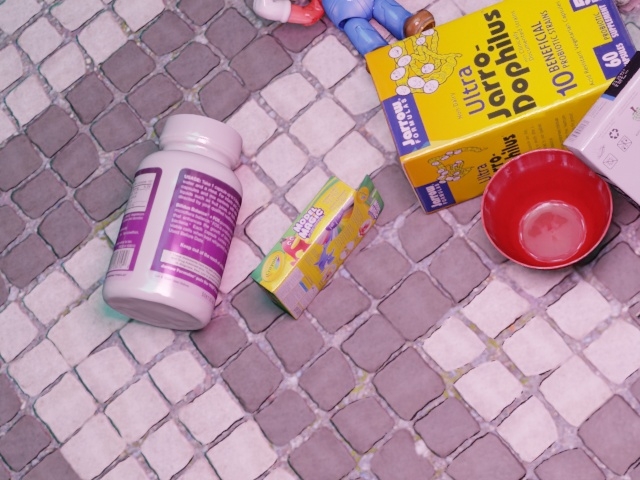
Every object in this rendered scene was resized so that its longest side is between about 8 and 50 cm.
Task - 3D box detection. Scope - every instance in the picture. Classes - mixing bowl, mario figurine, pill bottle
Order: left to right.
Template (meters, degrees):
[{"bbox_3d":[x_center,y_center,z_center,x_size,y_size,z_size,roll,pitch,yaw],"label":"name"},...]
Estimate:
[{"bbox_3d":[-0.212,-0.030,1.964,0.169,0.169,0.301,8,71,19],"label":"pill bottle"},{"bbox_3d":[0.021,-0.399,2.042,0.320,0.170,0.198,43,50,19],"label":"mario figurine"},{"bbox_3d":[0.325,-0.029,1.848,0.181,0.098,0.181,-6,68,14],"label":"mixing bowl"}]

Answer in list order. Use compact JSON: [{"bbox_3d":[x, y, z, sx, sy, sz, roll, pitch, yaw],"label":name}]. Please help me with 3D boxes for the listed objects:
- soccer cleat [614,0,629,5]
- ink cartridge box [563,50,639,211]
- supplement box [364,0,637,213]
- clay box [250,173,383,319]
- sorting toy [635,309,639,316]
[{"bbox_3d":[0.476,-0.409,1.967,0.331,0.116,0.143,6,86,21],"label":"soccer cleat"},{"bbox_3d":[0.499,-0.090,1.756,0.333,0.065,0.165,39,91,-18],"label":"ink cartridge box"},{"bbox_3d":[0.273,-0.213,1.884,0.356,0.195,0.194,-21,64,8],"label":"supplement box"},{"bbox_3d":[0.000,0.000,1.913,0.053,0.127,0.222,34,80,24],"label":"clay box"},{"bbox_3d":[0.491,0.092,1.789,0.083,0.045,0.075,35,62,25],"label":"sorting toy"}]
